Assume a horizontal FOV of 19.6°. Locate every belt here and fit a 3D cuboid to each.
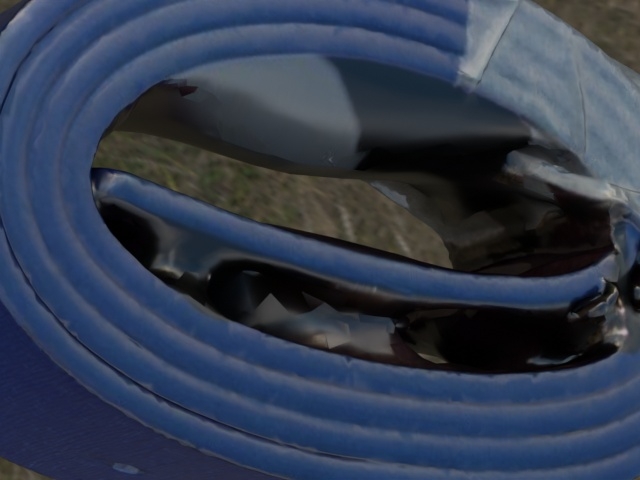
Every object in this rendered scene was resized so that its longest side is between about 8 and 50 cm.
[{"bbox_3d":[0.000,0.000,0.707,0.347,0.117,0.212,10,72,-34],"label":"belt"}]
